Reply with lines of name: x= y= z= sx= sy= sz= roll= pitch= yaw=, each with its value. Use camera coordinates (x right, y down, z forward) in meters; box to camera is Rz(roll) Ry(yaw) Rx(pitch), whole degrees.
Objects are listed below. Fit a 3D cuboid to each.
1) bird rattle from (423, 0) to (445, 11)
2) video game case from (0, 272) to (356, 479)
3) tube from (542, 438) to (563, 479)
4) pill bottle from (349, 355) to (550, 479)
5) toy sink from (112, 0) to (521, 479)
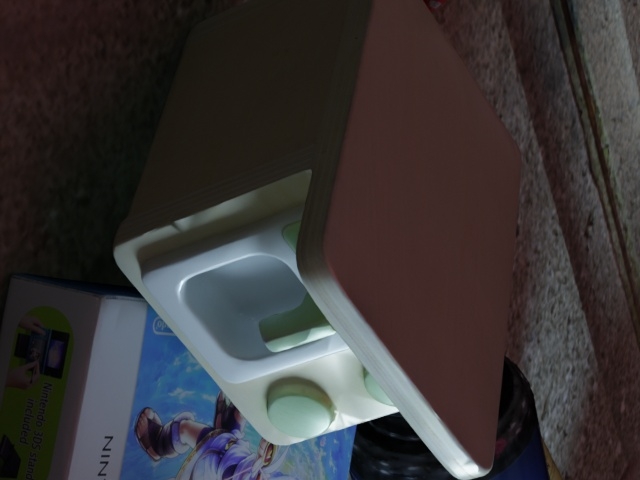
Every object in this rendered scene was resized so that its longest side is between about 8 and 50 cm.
bird rattle: x=0.089 y=-0.259 z=1.045 sx=0.253 sy=0.143 sz=0.207 roll=28 pitch=59 yaw=-61
video game case: x=-0.077 y=0.151 z=0.956 sx=0.269 sy=0.061 sz=0.244 roll=10 pitch=92 yaw=-59
tube: x=0.113 y=0.127 z=1.258 sx=0.240 sy=0.062 sz=0.070 roll=61 pitch=5 yaw=-33
pill bottle: x=0.080 y=0.141 z=1.145 sx=0.123 sy=0.123 sz=0.219 roll=-50 pitch=138 yaw=-38
toy sink: x=0.000 y=0.000 z=0.881 sx=0.153 sy=0.131 sz=0.234 roll=52 pitch=31 yaw=-32
